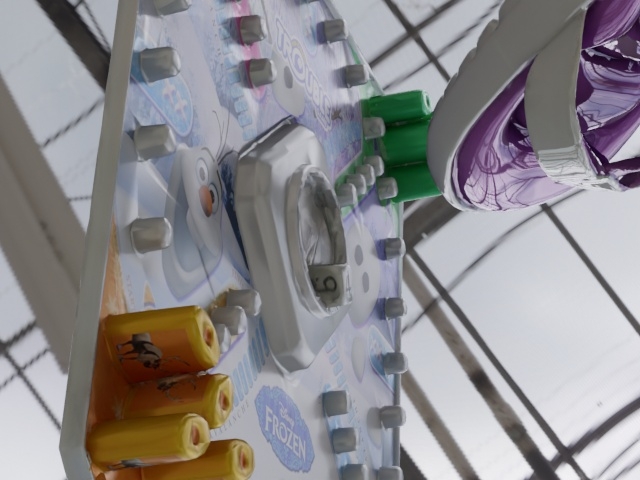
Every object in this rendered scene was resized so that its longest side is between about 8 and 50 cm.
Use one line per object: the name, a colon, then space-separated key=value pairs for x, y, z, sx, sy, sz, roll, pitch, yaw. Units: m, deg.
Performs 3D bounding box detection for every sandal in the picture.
sandal: x=0.159 y=-0.081 z=0.657 sx=0.169 sy=0.416 sz=0.102 roll=-19 pitch=-107 yaw=-15

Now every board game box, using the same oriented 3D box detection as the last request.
board game box: x=0.000 y=0.000 z=0.715 sx=0.050 sy=0.390 sz=0.390 roll=-8 pitch=-120 yaw=19
